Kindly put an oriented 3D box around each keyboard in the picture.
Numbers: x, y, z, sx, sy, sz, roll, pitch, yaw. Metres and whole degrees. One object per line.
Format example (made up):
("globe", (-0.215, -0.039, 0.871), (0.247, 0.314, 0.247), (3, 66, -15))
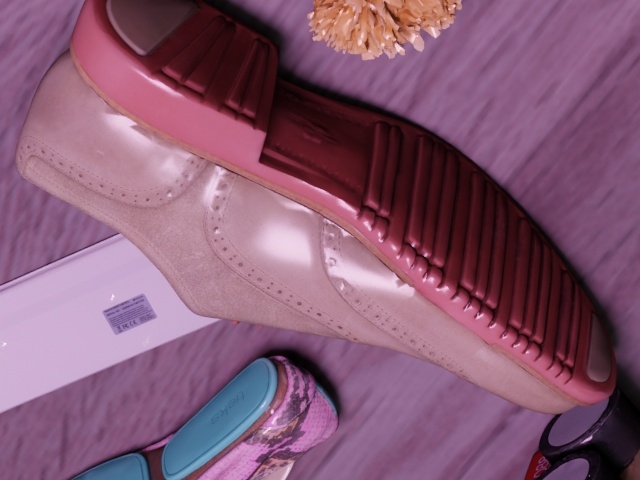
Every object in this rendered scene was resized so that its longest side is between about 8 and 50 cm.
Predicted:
("keyboard", (-0.115, 0.034, 1.091), (0.256, 0.014, 0.072), (-23, 113, 16))

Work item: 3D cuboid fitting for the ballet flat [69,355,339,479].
("ballet flat", (-0.080, 0.149, 1.105), (0.221, 0.077, 0.079), (-35, 123, 18))

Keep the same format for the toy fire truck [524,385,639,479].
("toy fire truck", (0.080, 0.205, 1.037), (0.246, 0.217, 0.158), (-35, 105, 33))

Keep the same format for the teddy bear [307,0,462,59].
("teddy bear", (-0.007, -0.243, 0.902), (0.245, 0.113, 0.338), (-13, 113, 18))

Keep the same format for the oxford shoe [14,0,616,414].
("oxford shoe", (0.000, 0.000, 1.010), (0.348, 0.123, 0.130), (35, 121, -9))
